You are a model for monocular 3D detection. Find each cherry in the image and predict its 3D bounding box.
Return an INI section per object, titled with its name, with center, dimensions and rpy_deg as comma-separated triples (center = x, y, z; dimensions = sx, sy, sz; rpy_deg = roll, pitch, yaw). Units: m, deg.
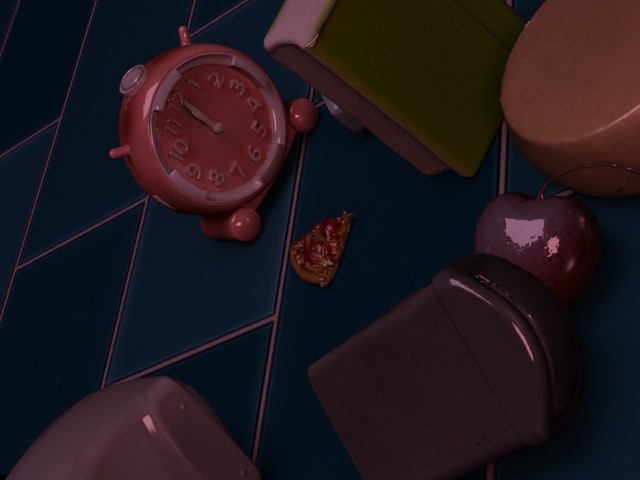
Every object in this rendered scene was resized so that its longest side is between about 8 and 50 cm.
[cherry]
center = 0.222, 0.017, 1.256
dimensions = 0.188, 0.115, 0.148
rpy_deg = 9, 54, 45

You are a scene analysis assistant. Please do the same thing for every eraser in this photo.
[eraser]
center = 0.096, -0.219, 1.472
dimensions = 0.092, 0.274, 0.210
rpy_deg = 6, 64, 55

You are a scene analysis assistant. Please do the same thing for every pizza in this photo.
[pizza]
center = -0.011, 0.009, 1.620
dimensions = 0.099, 0.029, 0.100
rpy_deg = -3, 58, 51

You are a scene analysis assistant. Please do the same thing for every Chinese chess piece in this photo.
[Chinese chess piece]
center = 0.303, -0.168, 1.329
dimensions = 0.273, 0.102, 0.273
rpy_deg = -33, 37, 29

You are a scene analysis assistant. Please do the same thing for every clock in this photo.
[clock]
center = -0.161, -0.145, 1.757
dimensions = 0.142, 0.241, 0.227
rpy_deg = 5, 65, 56

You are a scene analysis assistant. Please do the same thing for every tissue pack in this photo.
[tissue pack]
center = -0.227, 0.314, 1.386
dimensions = 0.236, 0.229, 0.333
rpy_deg = -25, 24, 31

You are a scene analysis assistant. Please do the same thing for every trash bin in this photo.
[trash bin]
center = 0.120, 0.125, 1.229
dimensions = 0.236, 0.101, 0.177
rpy_deg = -34, 83, 32

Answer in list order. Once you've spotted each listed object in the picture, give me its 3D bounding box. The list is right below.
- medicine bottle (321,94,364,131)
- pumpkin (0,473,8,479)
[medicine bottle]
center = 0.101, -0.245, 1.662
dimensions = 0.229, 0.083, 0.121
rpy_deg = -39, 37, 23
[pumpkin]
center = -0.468, 0.382, 1.557
dimensions = 0.363, 0.363, 0.266
rpy_deg = -4, 74, 49
